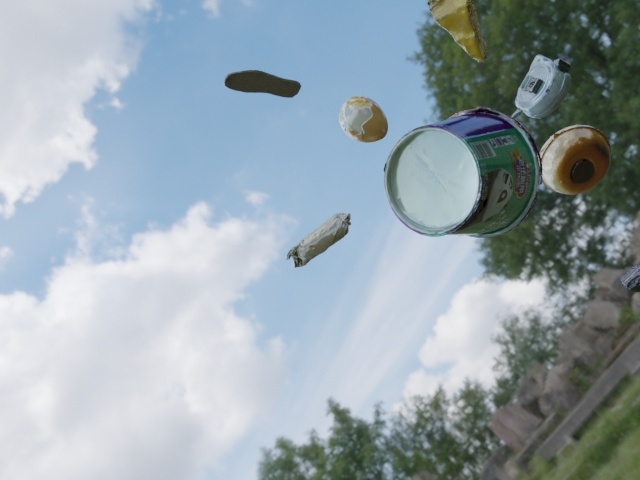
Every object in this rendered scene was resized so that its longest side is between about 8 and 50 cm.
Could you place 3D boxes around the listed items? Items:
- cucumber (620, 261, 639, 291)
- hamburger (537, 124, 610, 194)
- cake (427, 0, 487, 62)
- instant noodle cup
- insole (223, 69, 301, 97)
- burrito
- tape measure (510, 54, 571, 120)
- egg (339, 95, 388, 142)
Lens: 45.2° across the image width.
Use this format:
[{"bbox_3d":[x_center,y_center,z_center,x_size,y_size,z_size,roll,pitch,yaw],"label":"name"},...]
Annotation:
[{"bbox_3d":[0.874,0.047,1.945,0.074,0.074,0.241,-10,-31,-52],"label":"cucumber"},{"bbox_3d":[0.766,-0.244,2.323,0.237,0.147,0.237,-6,-57,-9],"label":"hamburger"},{"bbox_3d":[0.312,-0.486,1.776,0.185,0.116,0.079,63,-146,-44],"label":"cake"},{"bbox_3d":[0.246,-0.115,1.395,0.190,0.251,0.251,-13,-42,-51],"label":"instant noodle cup"},{"bbox_3d":[-0.127,-0.349,1.715,0.192,0.010,0.063,2,-42,-36],"label":"insole"},{"bbox_3d":[-0.001,0.000,1.667,0.188,0.058,0.045,-37,-20,26],"label":"burrito"},{"bbox_3d":[0.532,-0.318,1.992,0.330,0.084,0.164,-65,16,9],"label":"tape measure"},{"bbox_3d":[0.072,-0.195,1.259,0.071,0.083,0.071,-46,-22,-25],"label":"egg"}]
